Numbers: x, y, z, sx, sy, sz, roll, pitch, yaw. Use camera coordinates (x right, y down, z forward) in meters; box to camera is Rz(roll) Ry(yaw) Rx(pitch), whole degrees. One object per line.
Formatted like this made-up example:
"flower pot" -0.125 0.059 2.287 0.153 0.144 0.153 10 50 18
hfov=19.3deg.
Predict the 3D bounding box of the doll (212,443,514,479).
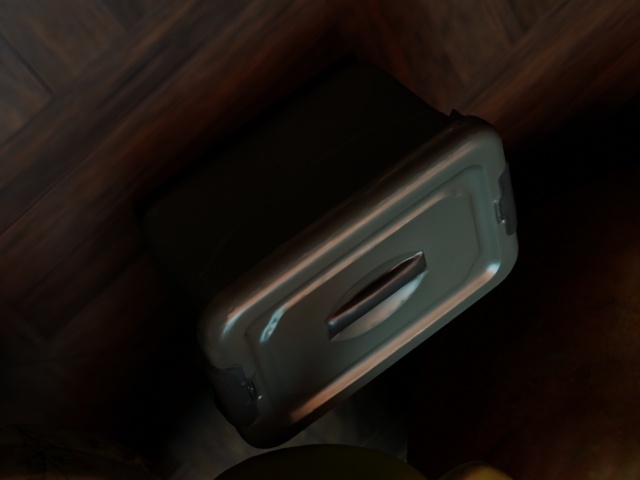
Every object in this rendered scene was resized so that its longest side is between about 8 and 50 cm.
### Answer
"doll" -0.029 0.189 0.924 0.199 0.145 0.363 -41 -179 -31

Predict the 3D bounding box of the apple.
"apple" 0.185 0.115 1.041 0.302 0.301 0.301 -28 142 -24

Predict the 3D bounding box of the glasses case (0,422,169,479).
"glasses case" -0.160 0.279 0.826 0.157 0.098 0.425 7 109 -23

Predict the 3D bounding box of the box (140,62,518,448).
"box" 0.000 0.000 0.885 0.172 0.093 0.124 -35 145 -14
